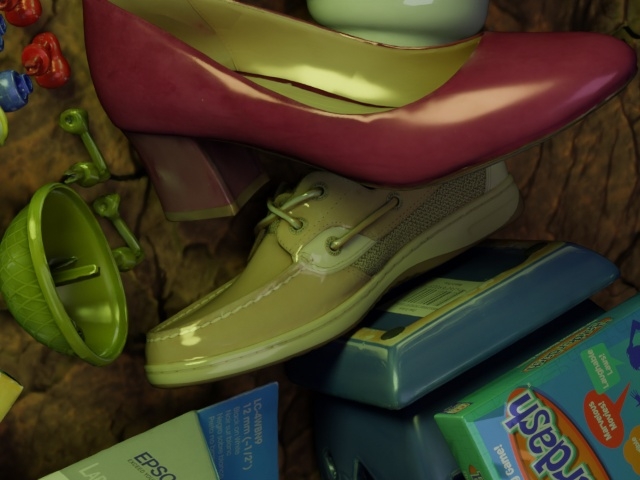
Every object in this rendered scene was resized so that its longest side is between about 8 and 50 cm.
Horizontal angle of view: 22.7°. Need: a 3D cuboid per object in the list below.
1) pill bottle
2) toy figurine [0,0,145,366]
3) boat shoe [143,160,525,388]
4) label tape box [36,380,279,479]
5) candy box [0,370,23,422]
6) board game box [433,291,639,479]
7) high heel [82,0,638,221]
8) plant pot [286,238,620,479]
[{"bbox_3d":[0.060,-0.221,1.174,0.136,0.136,0.246,3,95,-26],"label":"pill bottle"},{"bbox_3d":[-0.284,-0.070,1.056,0.217,0.191,0.363,-17,114,8],"label":"toy figurine"},{"bbox_3d":[0.000,0.000,1.190,0.341,0.121,0.110,-30,104,-30],"label":"boat shoe"},{"bbox_3d":[-0.137,0.277,1.089,0.347,0.115,0.249,-20,125,-32],"label":"label tape box"},{"bbox_3d":[-0.395,0.117,0.987,0.317,0.122,0.268,35,84,-30],"label":"candy box"},{"bbox_3d":[0.202,0.139,1.085,0.210,0.047,0.160,-29,96,-20],"label":"board game box"},{"bbox_3d":[0.011,-0.126,1.059,0.181,0.377,0.127,68,26,-20],"label":"high heel"},{"bbox_3d":[0.120,0.127,1.198,0.236,0.236,0.212,-28,102,-20],"label":"plant pot"}]
